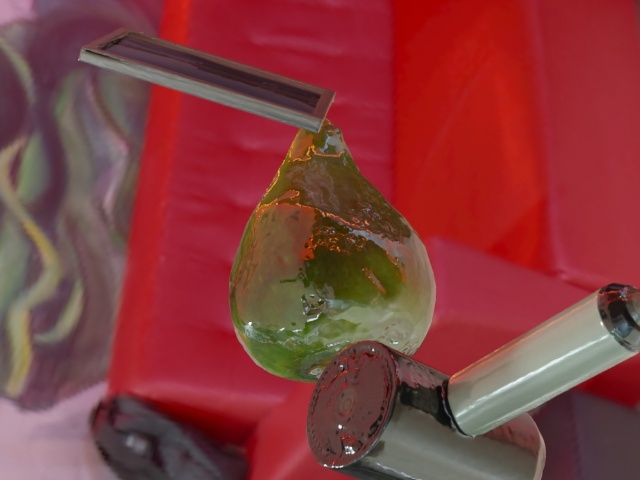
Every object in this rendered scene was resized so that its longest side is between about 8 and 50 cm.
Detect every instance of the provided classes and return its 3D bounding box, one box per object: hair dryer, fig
[{"bbox_3d":[0.092,0.054,0.577,0.197,0.100,0.057,-35,43,39],"label":"hair dryer"},{"bbox_3d":[0.000,0.000,1.404,0.206,0.206,0.275,-46,47,50],"label":"fig"}]

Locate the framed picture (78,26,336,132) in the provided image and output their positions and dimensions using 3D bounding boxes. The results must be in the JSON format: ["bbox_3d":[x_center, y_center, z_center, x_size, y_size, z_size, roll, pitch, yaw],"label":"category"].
[{"bbox_3d":[-0.065,-0.101,0.884,0.109,0.149,0.011,-74,1,-75],"label":"framed picture"}]
